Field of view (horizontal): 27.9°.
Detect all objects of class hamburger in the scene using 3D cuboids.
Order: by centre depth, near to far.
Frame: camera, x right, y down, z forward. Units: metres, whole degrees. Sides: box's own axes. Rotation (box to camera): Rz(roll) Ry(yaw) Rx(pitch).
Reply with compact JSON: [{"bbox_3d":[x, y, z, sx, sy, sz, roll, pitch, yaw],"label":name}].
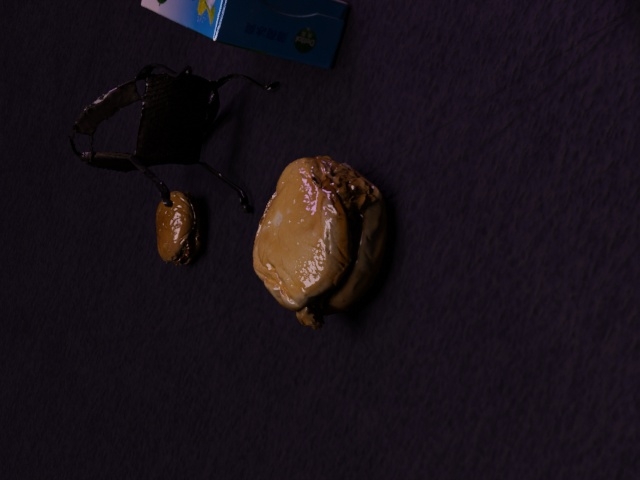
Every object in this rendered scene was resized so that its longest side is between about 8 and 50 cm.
[{"bbox_3d":[0.000,0.000,1.197,0.138,0.083,0.147,48,121,55],"label":"hamburger"},{"bbox_3d":[-0.164,-0.015,1.491,0.076,0.044,0.083,-34,53,49],"label":"hamburger"}]

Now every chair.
[{"bbox_3d":[-0.167,-0.120,1.414,0.213,0.174,0.149,15,100,46],"label":"chair"}]

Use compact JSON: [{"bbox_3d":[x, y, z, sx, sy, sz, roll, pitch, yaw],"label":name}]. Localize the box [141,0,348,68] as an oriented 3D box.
[{"bbox_3d":[-0.081,-0.242,1.320,0.194,0.139,0.073,35,113,55],"label":"box"}]
